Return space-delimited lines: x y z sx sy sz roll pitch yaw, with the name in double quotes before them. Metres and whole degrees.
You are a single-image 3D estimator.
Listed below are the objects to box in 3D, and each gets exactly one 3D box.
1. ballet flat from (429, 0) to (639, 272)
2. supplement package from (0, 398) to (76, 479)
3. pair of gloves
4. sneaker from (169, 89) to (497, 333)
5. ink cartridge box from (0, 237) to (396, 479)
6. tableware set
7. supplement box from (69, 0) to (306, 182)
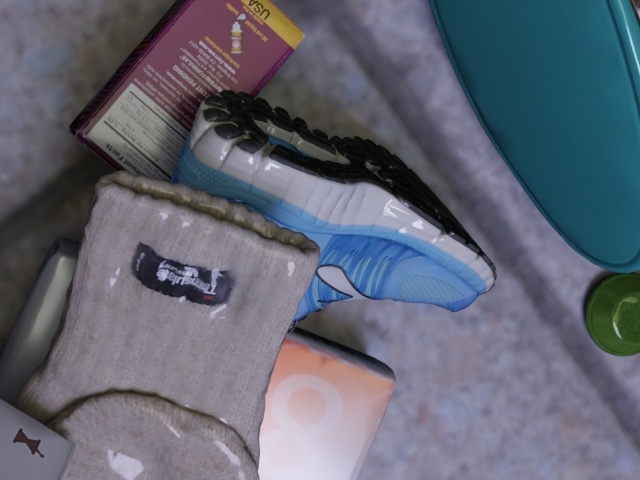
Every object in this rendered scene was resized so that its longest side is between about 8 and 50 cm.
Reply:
"ballet flat" 0.077 -0.155 0.488 0.124 0.116 0.342 -39 101 -27
"supplement package" -0.201 0.139 0.355 0.149 0.194 0.203 33 112 -9
"pair of gloves" -0.134 0.052 0.440 0.240 0.042 0.204 13 114 0
"sneaker" 0.000 0.000 0.488 0.162 0.063 0.073 21 114 -42
"ink cartridge box" -0.071 0.106 0.503 0.145 0.045 0.179 22 89 -15
"tableware set" 0.190 0.003 0.569 0.104 0.024 0.154 38 88 -12
"supplement box" -0.051 -0.059 0.481 0.043 0.055 0.083 41 87 -15
